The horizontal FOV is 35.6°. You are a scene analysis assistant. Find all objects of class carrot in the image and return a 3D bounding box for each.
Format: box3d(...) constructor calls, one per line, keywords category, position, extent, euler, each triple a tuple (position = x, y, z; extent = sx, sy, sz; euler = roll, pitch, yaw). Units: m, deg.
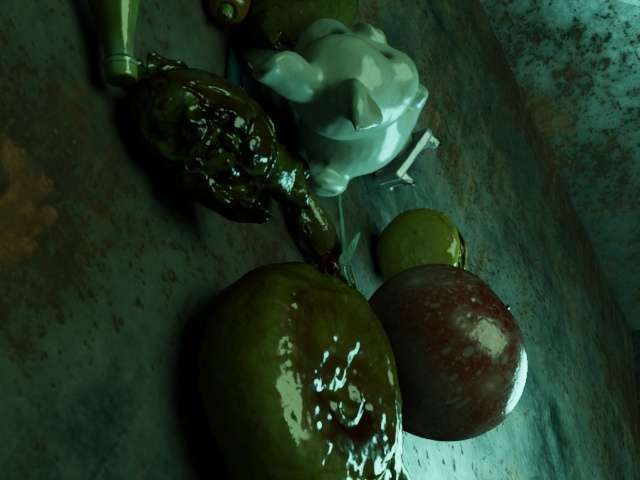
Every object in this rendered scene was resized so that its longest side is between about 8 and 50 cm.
box3d(category="carrot", position=(-0.120, -0.412, 1.538), extent=(0.061, 0.061, 0.256), euler=(53, 36, -34))

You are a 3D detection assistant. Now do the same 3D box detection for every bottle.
box3d(category="bottle", position=(-0.247, -0.309, 1.187), extent=(0.083, 0.083, 0.269), euler=(22, 54, -59))

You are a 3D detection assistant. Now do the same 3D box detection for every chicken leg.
box3d(category="chicken leg", position=(-0.097, -0.104, 1.278), extent=(0.361, 0.140, 0.211), euler=(32, 36, -49))

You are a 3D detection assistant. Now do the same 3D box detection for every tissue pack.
box3d(category="tissue pack", position=(-0.112, -0.224, 1.479), extent=(0.085, 0.028, 0.138), euler=(47, 30, -41))

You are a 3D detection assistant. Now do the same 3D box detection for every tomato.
box3d(category="tomato", position=(0.167, 0.170, 1.489), extent=(0.227, 0.270, 0.270), euler=(-17, 87, -31))

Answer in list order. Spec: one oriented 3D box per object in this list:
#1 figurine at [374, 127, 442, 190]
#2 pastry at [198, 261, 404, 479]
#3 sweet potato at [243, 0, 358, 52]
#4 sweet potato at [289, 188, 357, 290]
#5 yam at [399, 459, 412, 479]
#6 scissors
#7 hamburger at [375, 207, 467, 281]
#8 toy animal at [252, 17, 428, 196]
box3d(category="figurine", position=(0.095, -0.223, 1.795), extent=(0.256, 0.182, 0.144), euler=(52, -13, -21))
box3d(category="pastry", position=(-0.020, 0.195, 1.195), extent=(0.356, 0.164, 0.355), euler=(37, 46, -51))
box3d(category="sweet potato", position=(-0.038, -0.372, 1.627), extent=(0.130, 0.131, 0.423), euler=(66, 26, -10))
box3d(category="sweet potato", position=(0.000, 0.000, 1.508), extent=(0.068, 0.060, 0.206), euler=(-43, 111, -25))
box3d(category="yam", position=(0.057, 0.249, 1.429), extent=(0.299, 0.066, 0.066), euler=(66, 24, -6))
box3d(category="scissors", position=(0.037, 0.029, 1.476), extent=(0.247, 0.017, 0.144), euler=(-82, 150, -54))
box3d(category="hamburger", position=(0.178, 0.024, 1.749), extent=(0.115, 0.162, 0.162), euler=(32, 43, -61))
box3d(category="toy animal", position=(0.029, -0.197, 1.468), extent=(0.367, 0.196, 0.241), euler=(45, 68, -78))
